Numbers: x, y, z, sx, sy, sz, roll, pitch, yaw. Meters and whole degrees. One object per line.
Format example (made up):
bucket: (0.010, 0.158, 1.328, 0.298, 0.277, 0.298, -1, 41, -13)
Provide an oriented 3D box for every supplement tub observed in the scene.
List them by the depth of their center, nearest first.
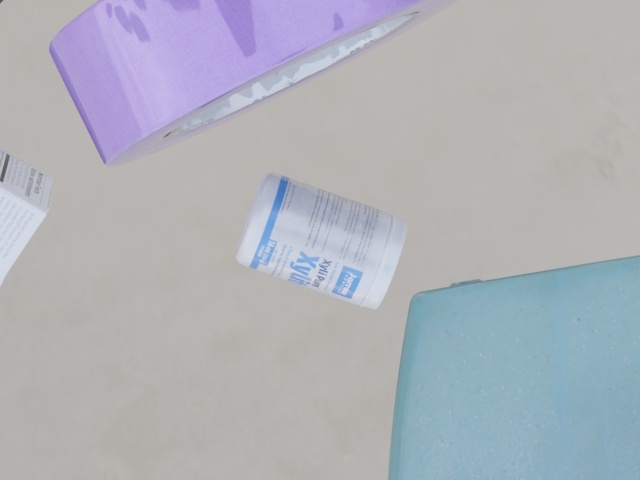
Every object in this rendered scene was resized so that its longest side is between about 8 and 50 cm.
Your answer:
supplement tub: (0.000, 0.000, 1.232, 0.107, 0.071, 0.071, 19, 108, -3)

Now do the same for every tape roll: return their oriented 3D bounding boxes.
tape roll: (-0.038, -0.147, 1.162, 0.275, 0.275, 0.090, -27, 91, 6)

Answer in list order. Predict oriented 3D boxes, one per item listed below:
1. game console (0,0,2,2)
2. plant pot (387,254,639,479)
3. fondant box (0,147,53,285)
game console: (-0.142, -0.260, 0.614, 0.293, 0.173, 0.250, 45, 62, -16)
plant pot: (0.106, 0.124, 0.608, 0.166, 0.165, 0.234, -11, 86, 12)
fondant box: (-0.490, -0.038, 1.888, 0.330, 0.096, 0.238, 30, 111, -16)
